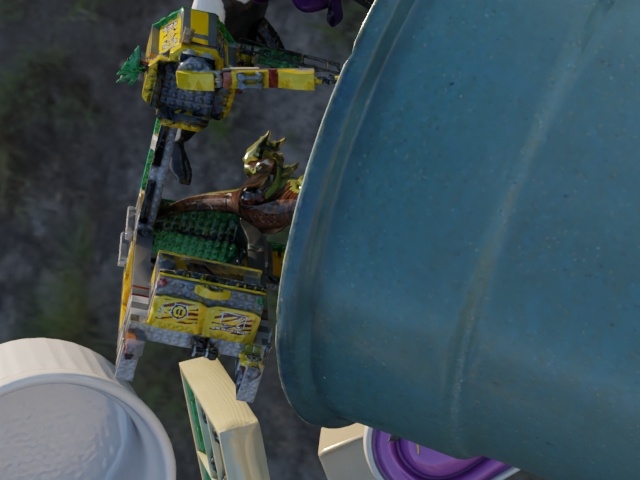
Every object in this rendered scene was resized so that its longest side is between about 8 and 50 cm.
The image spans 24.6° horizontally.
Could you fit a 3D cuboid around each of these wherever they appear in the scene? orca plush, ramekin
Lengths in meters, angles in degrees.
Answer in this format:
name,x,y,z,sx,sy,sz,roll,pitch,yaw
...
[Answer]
name,x,y,z,sx,sy,sz,roll,pitch,yaw
orca plush,-0.087,-0.173,1.446,0.151,0.102,0.287,-78,8,-59
ramekin,-0.306,0.241,1.599,0.277,0.277,0.135,-62,27,12

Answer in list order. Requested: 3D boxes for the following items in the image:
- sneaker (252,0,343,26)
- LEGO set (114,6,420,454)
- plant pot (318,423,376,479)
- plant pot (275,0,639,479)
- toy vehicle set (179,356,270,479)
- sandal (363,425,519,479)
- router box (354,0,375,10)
name,x,y,z,sx,sy,sz,roll,pitch,yaw
sneaker,-0.071,-0.219,1.014,0.223,0.083,0.098,28,127,35
LEGO set,0.000,0.000,0.993,0.192,0.331,0.255,-97,30,-57
plant pot,0.055,0.268,1.833,0.096,0.109,0.109,-18,109,10
plant pot,0.209,0.006,0.725,0.334,0.341,0.341,24,97,20
toy vehicle set,-0.069,0.253,1.309,0.166,0.035,0.267,-138,36,-68
sandal,0.206,0.086,1.183,0.169,0.102,0.416,42,106,-4
router box,0.071,-0.223,1.181,0.092,0.122,0.038,35,64,6
